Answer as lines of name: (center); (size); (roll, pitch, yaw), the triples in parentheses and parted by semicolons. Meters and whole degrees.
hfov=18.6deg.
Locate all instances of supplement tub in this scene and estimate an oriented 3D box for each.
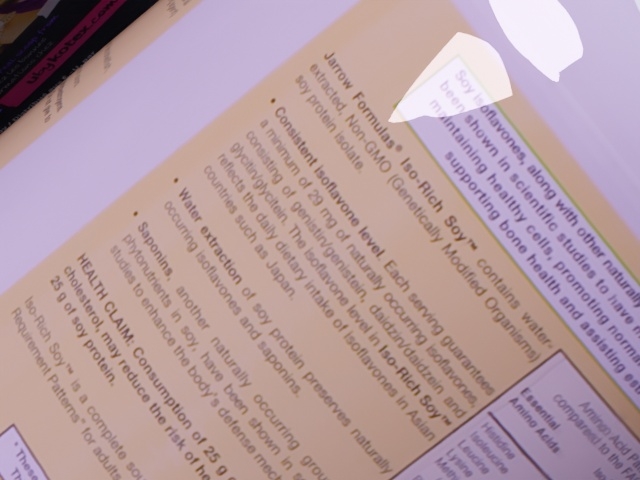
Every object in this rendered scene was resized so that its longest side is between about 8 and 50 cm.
supplement tub: (0.028, 0.017, 0.603); (0.241, 0.331, 0.241); (49, 10, -12)

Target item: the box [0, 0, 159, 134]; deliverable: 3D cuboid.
box: (-0.179, -0.124, 0.722); (0.165, 0.143, 0.270); (55, 11, 17)
